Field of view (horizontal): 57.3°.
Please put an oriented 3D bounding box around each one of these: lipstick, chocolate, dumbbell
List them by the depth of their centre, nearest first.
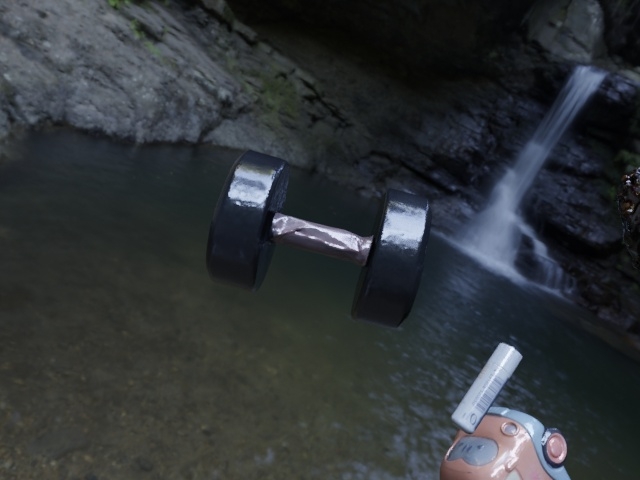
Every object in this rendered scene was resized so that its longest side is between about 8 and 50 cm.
[{"bbox_3d":[0.000,0.000,0.644,0.218,0.152,0.152,15,12,2],"label":"dumbbell"},{"bbox_3d":[0.471,-0.047,0.806,0.156,0.156,0.133,20,38,-28],"label":"chocolate"},{"bbox_3d":[0.245,0.218,0.864,0.040,0.141,0.040,35,-13,9],"label":"lipstick"}]

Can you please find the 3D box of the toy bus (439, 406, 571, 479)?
[{"bbox_3d":[0.332,0.465,1.062,0.232,0.287,0.194,-26,3,-29],"label":"toy bus"}]
